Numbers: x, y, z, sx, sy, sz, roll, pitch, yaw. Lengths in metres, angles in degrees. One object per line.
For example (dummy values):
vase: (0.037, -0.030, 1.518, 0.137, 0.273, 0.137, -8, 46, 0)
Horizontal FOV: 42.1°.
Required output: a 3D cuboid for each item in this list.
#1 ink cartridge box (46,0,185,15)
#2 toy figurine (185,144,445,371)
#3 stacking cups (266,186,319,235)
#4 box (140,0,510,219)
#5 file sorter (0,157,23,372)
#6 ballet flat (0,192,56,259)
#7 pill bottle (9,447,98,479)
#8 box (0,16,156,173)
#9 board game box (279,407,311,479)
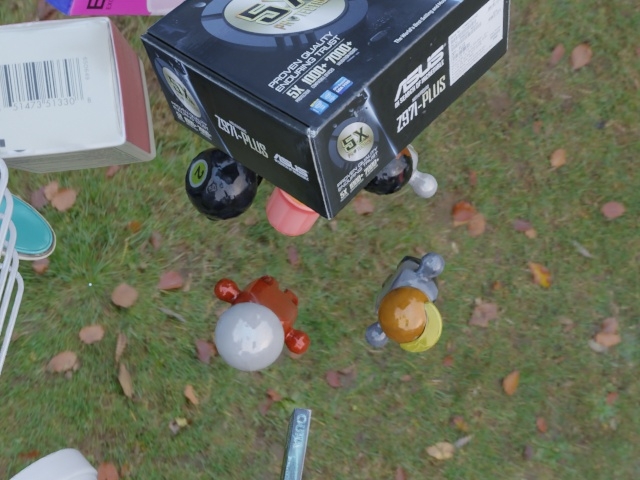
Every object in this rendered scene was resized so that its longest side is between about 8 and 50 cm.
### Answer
ink cartridge box: (-0.107, -0.271, 0.675, 0.371, 0.175, 0.069, -13, 57, -42)
toy figurine: (0.000, 0.000, 0.720, 0.210, 0.148, 0.213, -5, 101, 8)
stacking cups: (0.016, -0.123, 0.930, 0.096, 0.316, 0.096, 15, 51, -20)
box: (0.008, -0.125, 0.525, 0.147, 0.077, 0.180, 35, 67, 30)
file sorter: (-0.403, 0.037, 0.822, 0.173, 0.277, 0.192, 11, 61, -11)
ballet flat: (-0.469, -0.040, 1.096, 0.248, 0.086, 0.086, 31, 80, -13)
pill bottle: (-0.268, 0.453, 1.046, 0.210, 0.210, 0.363, -41, 72, -14)
box: (-0.270, -0.147, 0.892, 0.149, 0.232, 0.126, -7, 93, -4)
board game box: (-0.043, 0.336, 1.171, 0.026, 0.126, 0.186, 10, 72, -3)
